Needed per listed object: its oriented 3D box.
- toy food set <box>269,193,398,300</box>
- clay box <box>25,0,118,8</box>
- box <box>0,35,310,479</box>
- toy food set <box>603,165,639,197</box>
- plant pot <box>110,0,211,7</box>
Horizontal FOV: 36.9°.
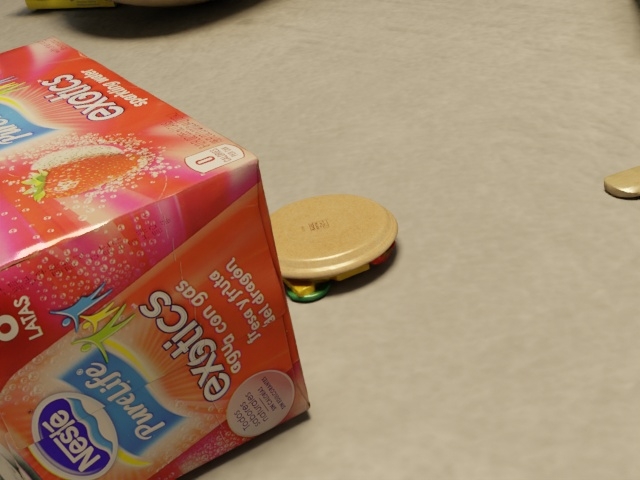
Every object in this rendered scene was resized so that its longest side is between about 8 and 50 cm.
[{"bbox_3d":[0.000,0.000,0.509,0.082,0.020,0.083,-21,31,-18],"label":"toy food set"},{"bbox_3d":[-0.255,-0.323,1.133,0.127,0.053,0.222,5,34,25],"label":"clay box"},{"bbox_3d":[-0.127,0.000,0.444,0.128,0.123,0.257,-25,32,-22],"label":"box"},{"bbox_3d":[0.237,-0.024,0.454,0.132,0.038,0.192,-18,30,-14],"label":"toy food set"},{"bbox_3d":[-0.128,-0.361,0.987,0.284,0.284,0.191,15,2,38],"label":"plant pot"}]
